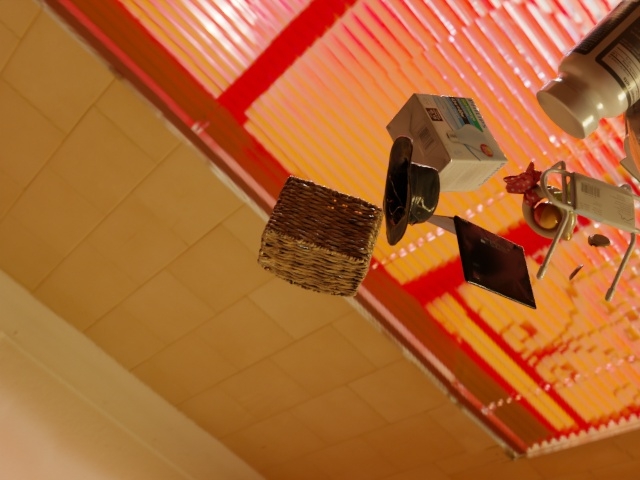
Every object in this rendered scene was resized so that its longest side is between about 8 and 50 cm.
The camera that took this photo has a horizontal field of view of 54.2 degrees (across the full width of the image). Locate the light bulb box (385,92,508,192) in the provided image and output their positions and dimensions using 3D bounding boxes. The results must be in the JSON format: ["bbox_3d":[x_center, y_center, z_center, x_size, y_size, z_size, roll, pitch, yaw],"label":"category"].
[{"bbox_3d":[0.528,-0.404,2.620,0.361,0.225,0.358,-6,-118,-36],"label":"light bulb box"}]

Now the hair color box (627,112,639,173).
[{"bbox_3d":[0.867,-0.218,1.309,0.185,0.374,0.113,-81,-30,-45],"label":"hair color box"}]

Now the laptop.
[{"bbox_3d":[0.549,0.065,2.306,0.382,0.236,0.408,21,-129,-32],"label":"laptop"}]

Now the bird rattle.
[{"bbox_3d":[0.642,-0.099,1.787,0.143,0.253,0.207,-36,-50,-40],"label":"bird rattle"}]

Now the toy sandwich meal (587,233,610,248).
[{"bbox_3d":[1.078,0.006,2.422,0.085,0.029,0.085,4,-142,-4],"label":"toy sandwich meal"}]

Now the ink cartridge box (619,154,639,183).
[{"bbox_3d":[1.289,-0.302,2.368,0.097,0.255,0.189,-40,-99,-12],"label":"ink cartridge box"}]

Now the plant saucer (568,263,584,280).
[{"bbox_3d":[0.971,0.119,2.382,0.015,0.083,0.083,41,-147,17],"label":"plant saucer"}]

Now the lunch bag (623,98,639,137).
[{"bbox_3d":[1.095,-0.415,2.046,0.287,0.169,0.235,-6,-81,-24],"label":"lunch bag"}]

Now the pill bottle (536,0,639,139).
[{"bbox_3d":[0.738,-0.443,1.575,0.210,0.363,0.210,46,-174,-7],"label":"pill bottle"}]

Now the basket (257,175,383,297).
[{"bbox_3d":[0.000,0.000,1.732,0.299,0.213,0.223,18,-130,1],"label":"basket"}]

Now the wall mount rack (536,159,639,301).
[{"bbox_3d":[0.667,-0.031,1.560,0.350,0.130,0.304,17,-118,-12],"label":"wall mount rack"}]

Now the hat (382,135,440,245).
[{"bbox_3d":[0.283,-0.143,1.880,0.134,0.331,0.331,4,-126,-7],"label":"hat"}]

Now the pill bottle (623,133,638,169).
[{"bbox_3d":[1.116,-0.356,1.836,0.224,0.392,0.224,47,-179,-1],"label":"pill bottle"}]
